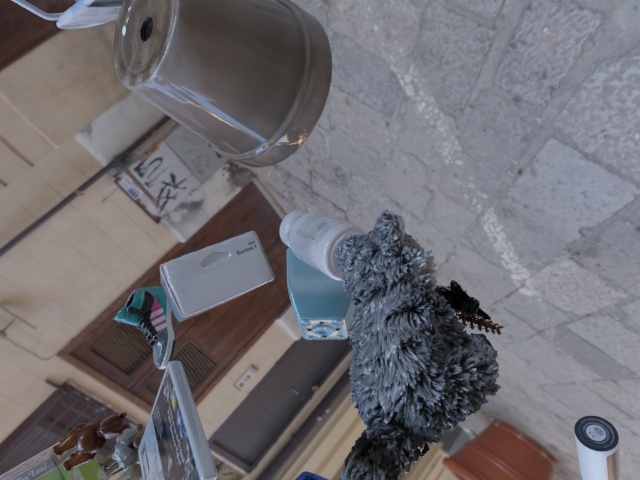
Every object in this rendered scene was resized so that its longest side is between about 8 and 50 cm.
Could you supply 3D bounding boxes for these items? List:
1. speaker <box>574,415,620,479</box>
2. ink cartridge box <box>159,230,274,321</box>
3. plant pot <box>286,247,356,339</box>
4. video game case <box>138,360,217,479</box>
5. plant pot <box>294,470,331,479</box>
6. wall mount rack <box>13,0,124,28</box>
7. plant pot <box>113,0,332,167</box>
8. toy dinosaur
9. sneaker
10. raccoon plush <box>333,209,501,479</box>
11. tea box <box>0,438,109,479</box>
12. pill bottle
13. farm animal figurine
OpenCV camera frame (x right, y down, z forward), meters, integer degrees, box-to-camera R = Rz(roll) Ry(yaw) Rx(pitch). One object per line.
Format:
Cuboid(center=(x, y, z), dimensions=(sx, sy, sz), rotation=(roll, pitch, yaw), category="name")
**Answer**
Cuboid(center=(0.420, 0.325, 0.616), dimensions=(0.055, 0.055, 0.136), rotation=(22, 146, 51), category="speaker")
Cuboid(center=(-0.245, 0.091, 0.925), dimensions=(0.117, 0.201, 0.278), rotation=(66, 156, 3), category="ink cartridge box")
Cuboid(center=(0.017, 0.193, 1.370), dimensions=(0.247, 0.252, 0.247), rotation=(-3, 140, 6), category="plant pot")
Cuboid(center=(-0.194, 0.288, 0.532), dimensions=(0.022, 0.173, 0.190), rotation=(11, -160, -36), category="video game case")
Cuboid(center=(0.004, 0.633, 0.776), dimensions=(0.236, 0.212, 0.236), rotation=(11, -175, 23), category="plant pot")
Cuboid(center=(-0.486, -0.491, 0.767), dimensions=(0.350, 0.304, 0.130), rotation=(13, 124, 44), category="wall mount rack")
Cuboid(center=(-0.185, -0.319, 0.728), dimensions=(0.323, 0.323, 0.280), rotation=(32, -165, 34), category="plant pot")
Cuboid(center=(0.238, 0.139, 0.864), dimensions=(0.218, 0.322, 0.164), rotation=(-129, 35, -80), category="toy dinosaur")
Cuboid(center=(-0.587, 0.280, 1.349), dimensions=(0.178, 0.124, 0.295), rotation=(13, -132, -39), category="sneaker")
Cuboid(center=(0.091, 0.137, 0.584), dimensions=(0.299, 0.216, 0.446), rotation=(58, -154, -1), category="raccoon plush")
Cuboid(center=(-0.866, 0.849, 1.263), dimensions=(0.323, 0.329, 0.220), rotation=(62, 170, 0), category="tea box")
Cuboid(center=(0.000, 0.000, 0.980), dimensions=(0.229, 0.131, 0.131), rotation=(26, 156, 52), category="pill bottle")
Cuboid(center=(-0.285, 0.436, 0.711), dimensions=(0.330, 0.172, 0.326), rotation=(46, 154, 25), category="farm animal figurine")
